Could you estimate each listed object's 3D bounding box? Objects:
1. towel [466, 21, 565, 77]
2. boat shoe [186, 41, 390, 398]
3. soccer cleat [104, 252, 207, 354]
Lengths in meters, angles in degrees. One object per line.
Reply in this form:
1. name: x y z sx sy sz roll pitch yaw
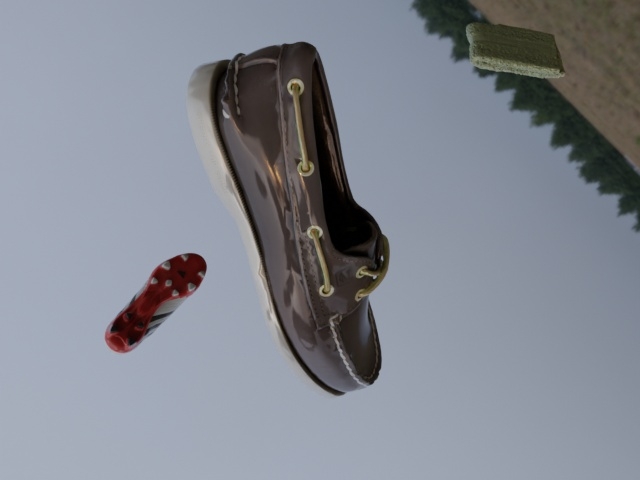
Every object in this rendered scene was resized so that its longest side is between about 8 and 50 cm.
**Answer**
1. towel: 0.301 -0.294 1.028 0.148 0.027 0.110 8 -131 -2
2. boat shoe: 0.000 0.000 0.548 0.116 0.097 0.324 -63 -42 -56
3. soccer cleat: -0.105 0.039 0.419 0.029 0.036 0.083 43 -121 -7
